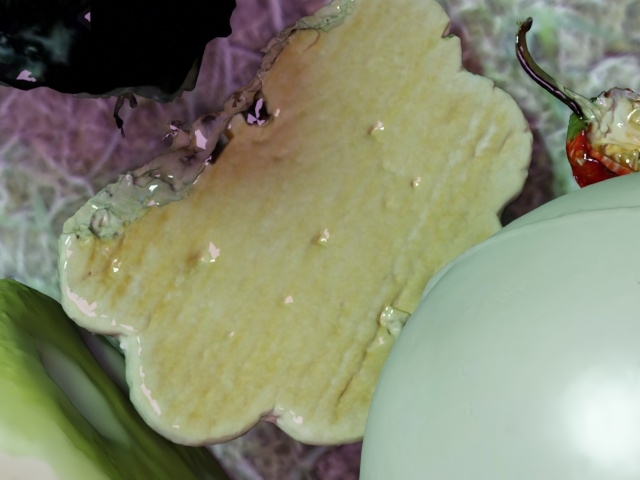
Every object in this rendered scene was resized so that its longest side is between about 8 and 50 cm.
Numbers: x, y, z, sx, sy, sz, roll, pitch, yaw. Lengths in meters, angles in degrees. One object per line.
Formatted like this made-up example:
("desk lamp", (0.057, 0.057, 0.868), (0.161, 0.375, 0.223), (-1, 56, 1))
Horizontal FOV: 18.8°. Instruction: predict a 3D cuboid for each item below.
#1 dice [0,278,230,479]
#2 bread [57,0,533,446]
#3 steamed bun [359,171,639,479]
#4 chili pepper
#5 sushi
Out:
("dice", (-0.157, 0.172, 0.908), (0.227, 0.233, 0.238), (-39, 97, 4))
("bread", (0.000, 0.000, 0.942), (0.251, 0.039, 0.182), (-42, 99, -19))
("steamed bun", (0.187, 0.143, 0.854), (0.334, 0.334, 0.374), (-30, 119, 4))
("chili pepper", (0.187, -0.009, 0.977), (0.268, 0.059, 0.050), (43, 137, -9))
("sushi", (-0.143, -0.172, 0.874), (0.238, 0.225, 0.218), (14, 89, -34))
